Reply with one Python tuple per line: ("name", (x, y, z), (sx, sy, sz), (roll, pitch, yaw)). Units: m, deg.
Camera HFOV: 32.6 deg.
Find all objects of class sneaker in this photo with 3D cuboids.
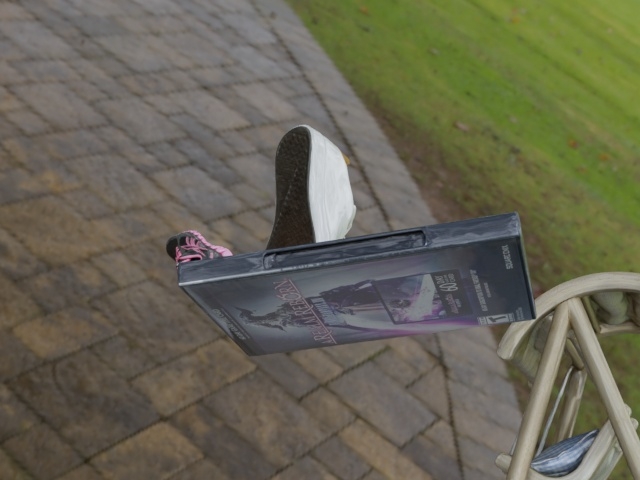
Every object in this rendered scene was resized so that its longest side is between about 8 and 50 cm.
("sneaker", (-0.160, 0.021, 1.346), (0.057, 0.047, 0.119), (-17, 24, -40))
("sneaker", (0.000, 0.000, 1.432), (0.123, 0.106, 0.290), (25, 64, -44))

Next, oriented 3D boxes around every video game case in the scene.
("video game case", (0.040, 0.045, 0.937), (0.196, 0.274, 0.026), (59, 24, -63))

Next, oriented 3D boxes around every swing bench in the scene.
("swing bench", (0.275, 0.181, 1.134), (0.165, 0.255, 0.253), (-5, -17, 18))
